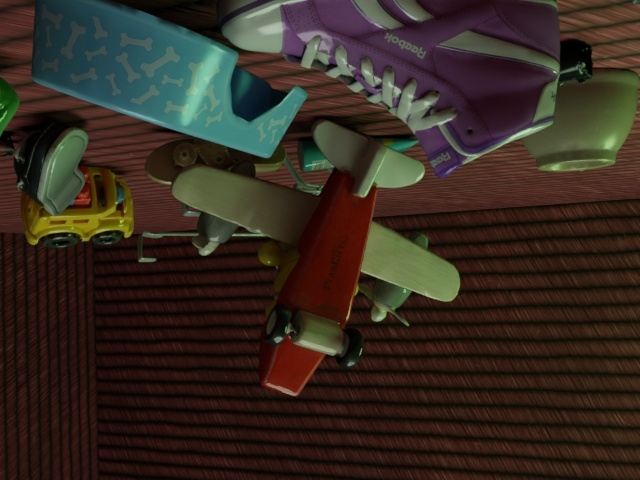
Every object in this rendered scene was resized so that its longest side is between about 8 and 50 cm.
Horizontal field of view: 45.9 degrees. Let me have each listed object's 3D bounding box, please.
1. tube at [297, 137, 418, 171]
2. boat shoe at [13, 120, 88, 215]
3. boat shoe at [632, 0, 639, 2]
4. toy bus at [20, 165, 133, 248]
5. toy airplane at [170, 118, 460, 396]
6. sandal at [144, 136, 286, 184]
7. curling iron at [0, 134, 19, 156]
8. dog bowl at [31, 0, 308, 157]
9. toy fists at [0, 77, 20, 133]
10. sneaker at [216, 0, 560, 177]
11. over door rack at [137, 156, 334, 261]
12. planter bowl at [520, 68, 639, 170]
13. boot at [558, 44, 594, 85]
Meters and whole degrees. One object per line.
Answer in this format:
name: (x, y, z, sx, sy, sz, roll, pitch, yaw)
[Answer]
tube: (0.066, -0.155, 1.305, 0.207, 0.052, 0.080, -7, -177, -12)
boat shoe: (-0.420, -0.114, 1.145, 0.091, 0.114, 0.302, 37, 155, -7)
boat shoe: (0.219, -0.188, 0.479, 0.183, 0.066, 0.066, -2, 177, -1)
toy bus: (-0.470, -0.087, 1.510, 0.220, 0.149, 0.211, -3, 162, -29)
toy airplane: (0.000, 0.000, 1.203, 0.384, 0.386, 0.272, -28, -174, -20)
sandal: (-0.155, -0.149, 1.187, 0.240, 0.088, 0.079, -8, 150, -32)
curling iron: (-0.563, -0.145, 1.071, 0.068, 0.035, 0.274, -5, 177, 39)
dog bowl: (-0.125, -0.135, 0.659, 0.166, 0.074, 0.297, 21, -174, 20)
toy fists: (-0.445, -0.134, 0.805, 0.279, 0.096, 0.142, -5, 177, 28)
sneaker: (0.059, -0.131, 0.605, 0.282, 0.161, 0.102, -1, 179, -5)
over door rack: (-0.157, -0.073, 1.379, 0.324, 0.108, 0.239, -12, 165, -36)
planter bowl: (0.329, -0.148, 0.980, 0.162, 0.109, 0.162, -3, 178, 0)
boot: (0.233, -0.184, 0.807, 0.099, 0.045, 0.121, -1, -175, 31)
